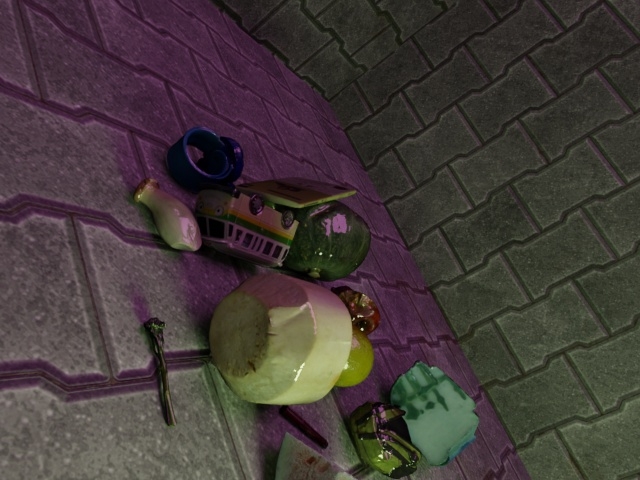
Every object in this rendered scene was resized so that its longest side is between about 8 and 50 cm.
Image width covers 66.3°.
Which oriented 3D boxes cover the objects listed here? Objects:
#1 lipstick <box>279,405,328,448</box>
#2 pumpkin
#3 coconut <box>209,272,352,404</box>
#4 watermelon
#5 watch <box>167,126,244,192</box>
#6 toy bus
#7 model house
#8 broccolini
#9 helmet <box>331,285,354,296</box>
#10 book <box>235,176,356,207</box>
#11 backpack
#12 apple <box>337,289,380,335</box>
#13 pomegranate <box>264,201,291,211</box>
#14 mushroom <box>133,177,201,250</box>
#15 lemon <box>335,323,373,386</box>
[{"bbox_3d":[-0.037,0.470,1.233,0.176,0.027,0.027,48,22,-24],"label":"lipstick"},{"bbox_3d":[0.000,0.000,1.646,0.328,0.292,0.257,21,65,-32],"label":"pumpkin"},{"bbox_3d":[-0.083,0.224,1.125,0.323,0.323,0.323,46,23,-26],"label":"coconut"},{"bbox_3d":[0.027,0.520,1.035,0.320,0.214,0.289,-11,66,-56],"label":"watermelon"},{"bbox_3d":[-0.335,-0.220,1.424,0.200,0.171,0.196,-5,64,-51],"label":"watch"},{"bbox_3d":[-0.210,-0.037,1.365,0.305,0.143,0.178,26,79,-55],"label":"toy bus"},{"bbox_3d":[0.397,0.638,1.747,0.295,0.252,0.329,42,-14,33],"label":"model house"},{"bbox_3d":[-0.307,0.252,0.953,0.044,0.042,0.218,21,46,-59],"label":"broccolini"},{"bbox_3d":[0.099,0.214,1.853,0.098,0.070,0.123,16,46,-60],"label":"helmet"},{"bbox_3d":[-0.066,-0.156,1.540,0.352,0.239,0.035,-20,121,-58],"label":"book"},{"bbox_3d":[0.185,0.570,1.419,0.253,0.140,0.207,42,22,-44],"label":"backpack"},{"bbox_3d":[0.123,0.257,1.730,0.147,0.156,0.158,52,8,-39],"label":"apple"},{"bbox_3d":[-0.163,-0.118,1.668,0.169,0.122,0.143,22,-4,46],"label":"pomegranate"},{"bbox_3d":[-0.368,-0.057,1.187,0.212,0.088,0.097,50,53,-1],"label":"mushroom"},{"bbox_3d":[0.065,0.335,1.436,0.248,0.184,0.184,40,26,-27],"label":"lemon"}]
